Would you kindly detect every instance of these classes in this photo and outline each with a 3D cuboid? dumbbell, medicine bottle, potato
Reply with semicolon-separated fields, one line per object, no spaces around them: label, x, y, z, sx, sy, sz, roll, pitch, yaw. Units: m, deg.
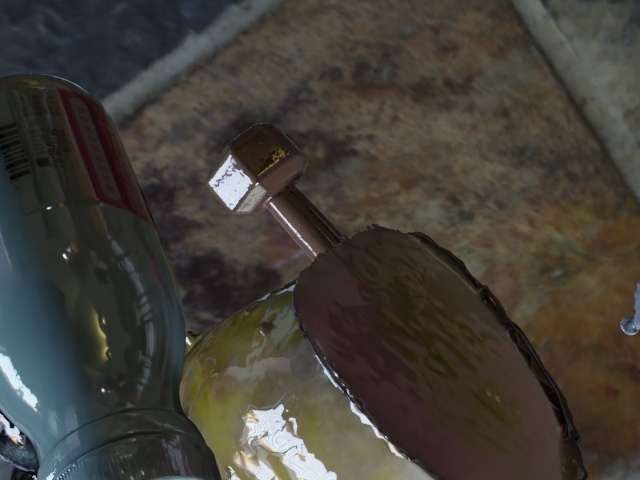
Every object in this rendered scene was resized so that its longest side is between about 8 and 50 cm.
dumbbell;0.000;0.000;1.031;0.082;0.092;0.231;-43;82;7
medicine bottle;-0.104;0.029;0.495;0.090;0.090;0.216;-35;52;11
potato;-0.006;0.137;0.693;0.229;0.229;0.266;48;121;10

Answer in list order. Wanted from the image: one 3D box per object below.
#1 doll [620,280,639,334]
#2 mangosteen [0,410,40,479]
doll;0.378;0.046;1.176;0.180;0.079;0.094;-36;80;26
mangosteen;-0.231;0.142;1.144;0.243;0.243;0.242;0;89;14
